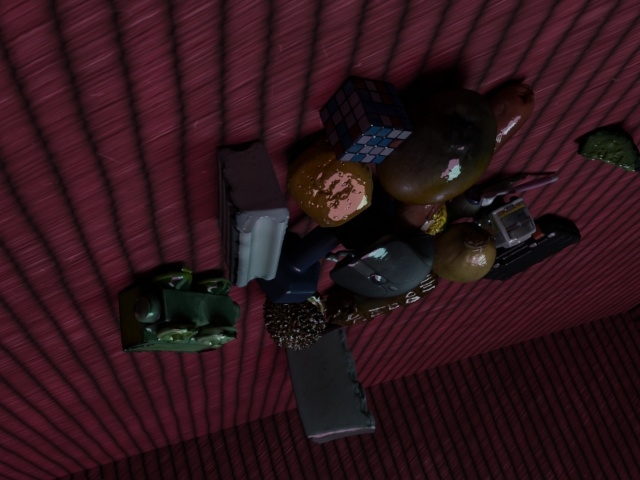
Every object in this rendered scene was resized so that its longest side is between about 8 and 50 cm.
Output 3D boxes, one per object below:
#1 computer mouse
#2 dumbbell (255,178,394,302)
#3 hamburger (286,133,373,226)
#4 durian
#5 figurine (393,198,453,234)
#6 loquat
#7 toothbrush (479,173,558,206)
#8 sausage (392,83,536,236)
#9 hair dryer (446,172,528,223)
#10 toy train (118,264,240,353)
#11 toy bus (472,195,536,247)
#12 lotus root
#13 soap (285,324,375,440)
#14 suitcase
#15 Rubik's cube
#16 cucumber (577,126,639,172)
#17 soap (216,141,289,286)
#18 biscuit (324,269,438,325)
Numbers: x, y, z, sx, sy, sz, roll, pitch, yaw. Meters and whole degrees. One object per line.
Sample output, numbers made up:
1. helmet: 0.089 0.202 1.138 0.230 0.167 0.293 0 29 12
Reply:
1. computer mouse: 0.114 0.055 1.262 0.167 0.090 0.379 -34 160 26
2. dumbbell: 0.001 0.000 1.342 0.316 0.156 0.143 -38 -179 40
3. hamburger: 0.018 -0.100 1.141 0.138 0.083 0.147 -36 113 13
4. durian: -0.067 0.165 1.650 0.167 0.196 0.196 -28 158 -2
5. figurine: 0.235 -0.071 1.440 0.156 0.095 0.115 27 112 -37
6. loquat: 0.190 -0.153 1.109 0.179 0.179 0.227 0 155 -38
7. toothbrush: 0.446 -0.115 1.512 0.286 0.020 0.025 -17 135 -37
8. sausage: 0.234 -0.124 1.264 0.088 0.088 0.433 2 139 -42
9. hair dryer: 0.362 -0.096 1.555 0.199 0.067 0.167 -23 172 -31
10. toy train: -0.302 0.161 1.467 0.188 0.159 0.271 -22 159 32
11. toy bus: 0.426 -0.036 1.589 0.092 0.106 0.268 -26 175 1
12. lotus root: 0.321 0.031 1.560 0.131 0.146 0.303 -54 179 -5
13. soap: 0.034 0.498 2.247 0.212 0.350 0.435 -19 160 -2
14. suitcase: 0.594 0.028 1.973 0.285 0.066 0.206 -35 153 33
15. Rubik's cube: 0.069 -0.182 1.041 0.092 0.092 0.092 0 151 -39
16. cucumber: 0.656 -0.197 1.493 0.115 0.086 0.193 20 -175 37
17. soap: -0.121 -0.035 1.154 0.094 0.150 0.261 -10 157 -13
18. biscuit: 0.169 0.108 1.761 0.268 0.115 0.366 -8 156 -26
